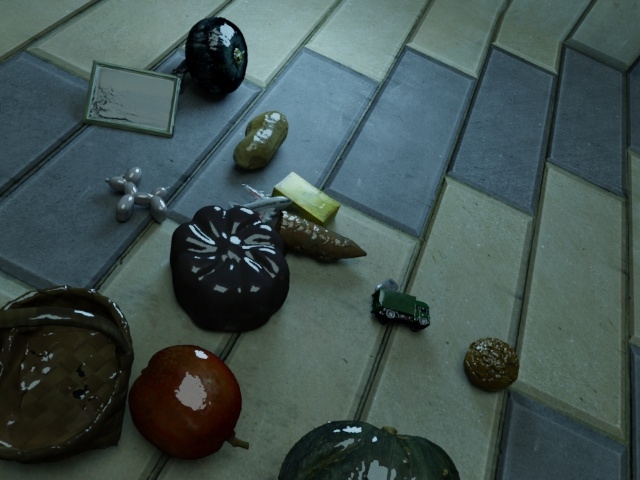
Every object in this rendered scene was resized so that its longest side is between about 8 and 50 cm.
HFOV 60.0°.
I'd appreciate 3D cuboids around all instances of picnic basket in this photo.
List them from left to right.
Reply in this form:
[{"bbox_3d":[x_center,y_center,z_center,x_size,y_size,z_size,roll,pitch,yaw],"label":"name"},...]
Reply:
[{"bbox_3d":[-0.491,0.206,0.987,0.293,0.337,0.337,-3,54,-10],"label":"picnic basket"}]

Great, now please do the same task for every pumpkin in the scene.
[{"bbox_3d":[-0.321,-0.576,1.736,0.163,0.233,0.233,1,47,18],"label":"pumpkin"},{"bbox_3d":[0.083,0.468,1.013,0.328,0.291,0.257,13,70,4],"label":"pumpkin"}]

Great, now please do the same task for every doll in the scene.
[{"bbox_3d":[-0.474,-0.122,1.432,0.161,0.059,0.159,2,52,-16],"label":"doll"}]

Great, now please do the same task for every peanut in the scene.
[{"bbox_3d":[-0.180,-0.295,1.643,0.120,0.110,0.236,42,56,-12],"label":"peanut"}]

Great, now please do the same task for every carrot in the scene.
[{"bbox_3d":[0.000,0.000,1.477,0.263,0.101,0.101,16,50,-8],"label":"carrot"}]

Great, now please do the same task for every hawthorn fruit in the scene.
[{"bbox_3d":[-0.239,0.322,1.072,0.253,0.205,0.205,32,50,11],"label":"hawthorn fruit"}]

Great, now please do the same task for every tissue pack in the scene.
[{"bbox_3d":[-0.043,-0.108,1.567,0.176,0.062,0.095,37,51,10],"label":"tissue pack"}]

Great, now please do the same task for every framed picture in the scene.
[{"bbox_3d":[-0.544,-0.412,1.609,0.253,0.014,0.196,8,78,-13],"label":"framed picture"}]

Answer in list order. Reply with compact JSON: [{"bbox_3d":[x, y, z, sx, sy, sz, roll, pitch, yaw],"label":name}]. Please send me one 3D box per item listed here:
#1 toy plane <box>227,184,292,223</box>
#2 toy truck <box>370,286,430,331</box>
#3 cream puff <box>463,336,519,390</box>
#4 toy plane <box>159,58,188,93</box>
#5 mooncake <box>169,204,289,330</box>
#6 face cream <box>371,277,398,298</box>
[{"bbox_3d":[-0.162,-0.089,1.506,0.171,0.065,0.162,-6,55,-16],"label":"toy plane"},{"bbox_3d":[0.207,0.181,1.418,0.147,0.065,0.079,16,63,-8],"label":"toy truck"},{"bbox_3d":[0.427,0.303,1.376,0.144,0.103,0.126,3,53,-9],"label":"cream puff"},{"bbox_3d":[-0.445,-0.510,1.735,0.054,0.078,0.197,29,51,6],"label":"toy plane"},{"bbox_3d":[-0.216,0.060,1.319,0.307,0.154,0.305,8,50,-10],"label":"mooncake"},{"bbox_3d":[0.169,0.131,1.477,0.083,0.021,0.040,-26,65,-33],"label":"face cream"}]
